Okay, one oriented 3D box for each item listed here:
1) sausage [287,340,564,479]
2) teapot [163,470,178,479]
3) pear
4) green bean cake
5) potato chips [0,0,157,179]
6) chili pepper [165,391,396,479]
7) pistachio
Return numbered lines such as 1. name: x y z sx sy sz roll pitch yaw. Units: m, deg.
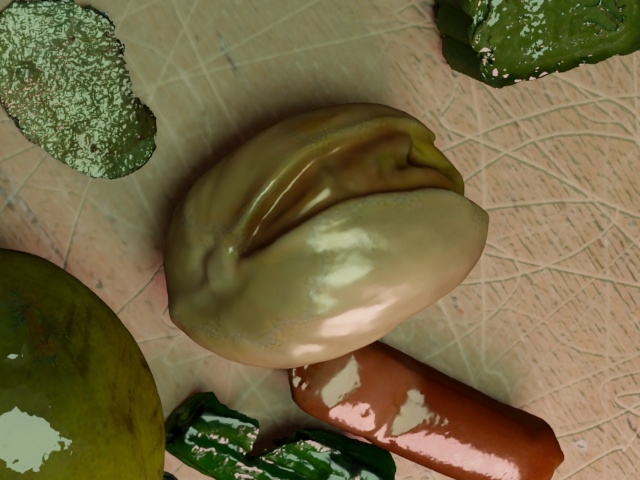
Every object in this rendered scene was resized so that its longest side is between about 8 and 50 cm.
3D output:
1. sausage: 0.103 0.176 1.836 0.348 0.094 0.097 27 87 -28
2. teapot: -0.172 0.267 1.766 0.049 0.063 0.083 -12 113 -56
3. pear: -0.274 0.144 1.550 0.269 0.269 0.321 -41 97 -8
4. green bean cake: 0.215 -0.260 1.727 0.214 0.113 0.200 -13 115 -21
5. potato chips: -0.222 -0.143 1.611 0.209 0.026 0.142 25 98 -28
6. chili pepper: -0.041 0.221 1.789 0.253 0.083 0.099 20 112 -23
7. pistachio: 0.000 0.000 1.667 0.309 0.230 0.230 -26 116 -20
